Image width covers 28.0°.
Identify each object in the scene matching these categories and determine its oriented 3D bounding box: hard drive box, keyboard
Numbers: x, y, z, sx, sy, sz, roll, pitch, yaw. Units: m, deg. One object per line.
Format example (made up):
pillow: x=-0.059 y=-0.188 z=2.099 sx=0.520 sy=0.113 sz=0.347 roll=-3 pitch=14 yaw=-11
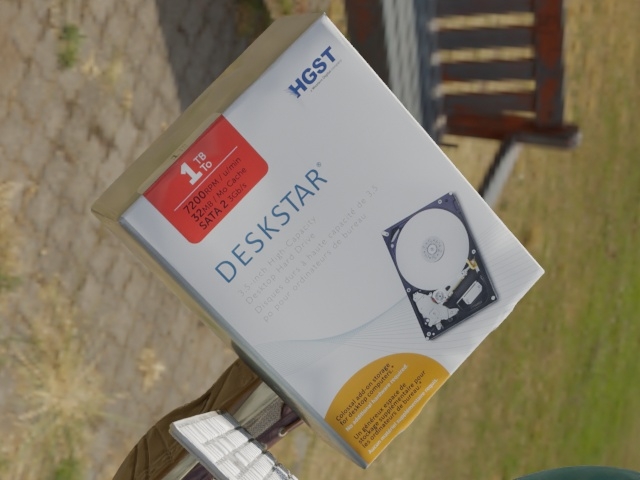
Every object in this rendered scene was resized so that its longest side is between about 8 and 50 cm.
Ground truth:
hard drive box: x=0.000 y=0.000 z=0.830 sx=0.181 sy=0.089 sz=0.232 roll=-47 pitch=110 yaw=-9
keyboard: x=-0.041 y=0.123 z=0.711 sx=0.014 sy=0.072 sz=0.256 roll=-41 pitch=175 yaw=-4

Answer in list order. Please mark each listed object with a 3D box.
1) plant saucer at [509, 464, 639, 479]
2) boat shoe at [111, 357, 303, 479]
plant saucer: x=0.109 y=0.268 z=0.701 sx=0.043 sy=0.317 sz=0.318 roll=43 pitch=52 yaw=-27
boat shoe: x=-0.106 y=0.239 z=1.477 sx=0.123 sy=0.342 sz=0.123 roll=44 pitch=8 yaw=-21
